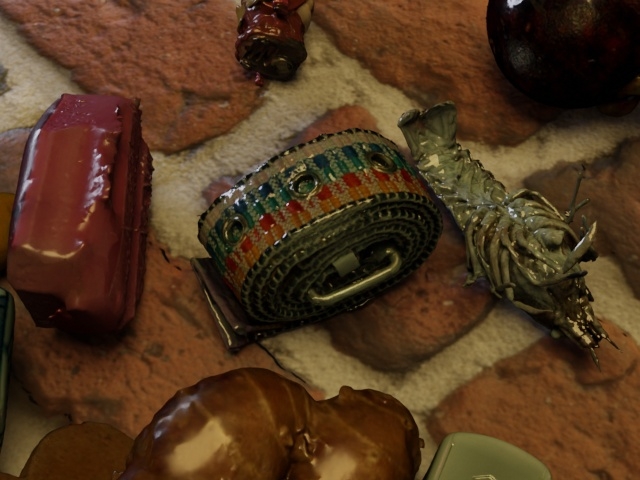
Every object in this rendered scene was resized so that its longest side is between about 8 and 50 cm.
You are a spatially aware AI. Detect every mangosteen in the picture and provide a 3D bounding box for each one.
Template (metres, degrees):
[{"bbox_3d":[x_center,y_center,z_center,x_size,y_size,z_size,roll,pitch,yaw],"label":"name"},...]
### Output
[{"bbox_3d":[0.371,-0.302,1.757,0.288,0.288,0.288,1,55,-2],"label":"mangosteen"}]

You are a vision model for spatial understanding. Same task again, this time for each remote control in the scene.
[{"bbox_3d":[0.152,0.347,1.409,0.140,0.056,0.296,20,55,10],"label":"remote control"}]

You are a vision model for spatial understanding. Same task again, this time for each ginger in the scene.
[{"bbox_3d":[-0.055,0.270,1.368,0.357,0.152,0.274,13,56,-14],"label":"ginger"}]

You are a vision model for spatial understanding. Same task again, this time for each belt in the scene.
[{"bbox_3d":[0.000,0.000,1.555,0.295,0.207,0.160,-21,56,-15],"label":"belt"}]

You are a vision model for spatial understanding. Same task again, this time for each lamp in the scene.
[{"bbox_3d":[-0.064,-0.352,1.859,0.118,0.118,0.253,3,55,0],"label":"lamp"}]

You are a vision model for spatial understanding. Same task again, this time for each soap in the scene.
[{"bbox_3d":[-0.284,-0.029,1.564,0.127,0.220,0.325,-4,55,5],"label":"soap"}]

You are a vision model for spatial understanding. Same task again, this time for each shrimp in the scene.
[{"bbox_3d":[0.240,-0.017,1.618,0.221,0.166,0.410,-27,48,-17],"label":"shrimp"}]

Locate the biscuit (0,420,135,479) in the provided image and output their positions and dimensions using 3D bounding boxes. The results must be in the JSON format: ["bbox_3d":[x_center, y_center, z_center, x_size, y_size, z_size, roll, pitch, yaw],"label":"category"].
[{"bbox_3d":[-0.235,0.367,1.286,0.394,0.076,0.368,43,31,23],"label":"biscuit"}]

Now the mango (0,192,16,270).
[{"bbox_3d":[-0.429,-0.005,1.612,0.163,0.089,0.111,-17,64,-29],"label":"mango"}]

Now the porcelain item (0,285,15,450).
[{"bbox_3d":[-0.485,0.144,1.420,0.281,0.157,0.286,6,43,-12],"label":"porcelain item"}]
